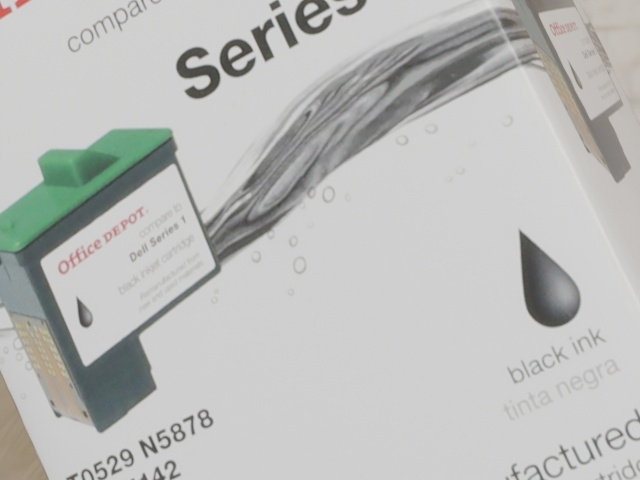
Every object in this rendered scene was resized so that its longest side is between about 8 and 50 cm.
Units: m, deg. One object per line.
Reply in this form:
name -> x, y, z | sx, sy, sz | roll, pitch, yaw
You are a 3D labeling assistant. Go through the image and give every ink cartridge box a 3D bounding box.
ink cartridge box -> 0.000, 0.000, 0.497 | 0.160, 0.219, 0.092 | -29, -7, 21

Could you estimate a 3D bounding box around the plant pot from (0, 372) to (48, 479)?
plant pot -> -0.116, 0.120, 0.918 | 0.323, 0.280, 0.323 | 18, -45, 18
